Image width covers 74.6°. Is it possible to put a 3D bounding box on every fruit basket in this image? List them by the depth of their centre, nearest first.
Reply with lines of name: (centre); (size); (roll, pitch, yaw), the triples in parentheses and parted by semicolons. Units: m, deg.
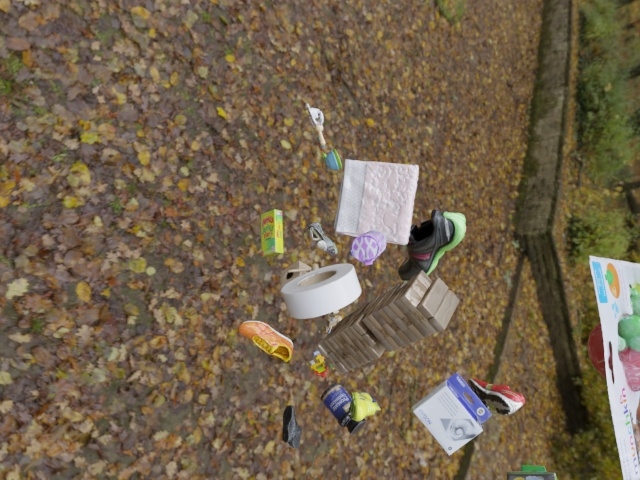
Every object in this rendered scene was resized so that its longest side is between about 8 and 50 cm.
fruit basket: (0.544, 0.192, 0.689); (0.353, 0.165, 0.327); (9, 75, -43)

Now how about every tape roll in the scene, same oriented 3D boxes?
tape roll: (0.003, 0.181, 1.541); (0.286, 0.286, 0.100); (-28, 102, -47)

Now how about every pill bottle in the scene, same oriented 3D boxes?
pill bottle: (0.110, 0.796, 1.986); (0.123, 0.219, 0.123); (-29, 143, -25)

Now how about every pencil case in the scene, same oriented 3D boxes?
pencil case: (0.149, 0.017, 1.253); (0.088, 0.086, 0.206); (69, 17, -1)

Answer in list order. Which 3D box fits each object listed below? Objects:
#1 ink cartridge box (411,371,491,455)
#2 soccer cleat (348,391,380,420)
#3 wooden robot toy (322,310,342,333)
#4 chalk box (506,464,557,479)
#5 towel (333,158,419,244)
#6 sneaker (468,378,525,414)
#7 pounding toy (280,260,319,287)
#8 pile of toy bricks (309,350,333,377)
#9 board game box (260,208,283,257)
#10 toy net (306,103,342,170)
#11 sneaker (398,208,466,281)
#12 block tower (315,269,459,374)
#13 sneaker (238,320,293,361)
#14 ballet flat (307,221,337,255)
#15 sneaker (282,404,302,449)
ink cartridge box: (0.495, 0.647, 1.570); (0.223, 0.224, 0.045); (50, 2, -1)
soccer cleat: (0.173, 0.637, 1.623); (0.289, 0.121, 0.093); (64, 34, -75)
wooden robot toy: (0.060, 0.340, 1.865); (0.079, 0.076, 0.173); (-14, 138, -26)
chalk box: (0.608, 0.740, 1.174); (0.132, 0.132, 0.213); (62, 31, -23)
towel: (0.231, -0.167, 1.757); (0.053, 0.317, 0.332); (3, 95, -79)
sneaker: (0.715, 0.630, 1.713); (0.118, 0.279, 0.107); (-15, 94, -16)
pounding toy: (-0.086, 0.142, 1.896); (0.181, 0.206, 0.094); (34, 37, -37)
pile of toy bricks: (0.070, 0.469, 1.672); (0.212, 0.105, 0.118); (-19, 142, -25)
board game box: (-0.202, -0.028, 1.739); (0.043, 0.092, 0.181); (11, 70, -44)
toy net: (0.009, -0.335, 1.342); (0.122, 0.045, 0.232); (-109, 178, -57)
sneaker: (0.480, 0.016, 1.963); (0.202, 0.483, 0.185); (23, 45, -4)
block tower: (0.124, 0.177, 0.872); (0.091, 0.335, 0.097); (49, 45, 1)
sneaker: (-0.151, 0.281, 1.184); (0.175, 0.064, 0.067); (28, 21, -13)
ballet flat: (0.000, 0.000, 1.110); (0.041, 0.041, 0.114); (1, 47, -50)
sneaker: (-0.113, 0.769, 1.732); (0.089, 0.051, 0.170); (25, 64, -47)
